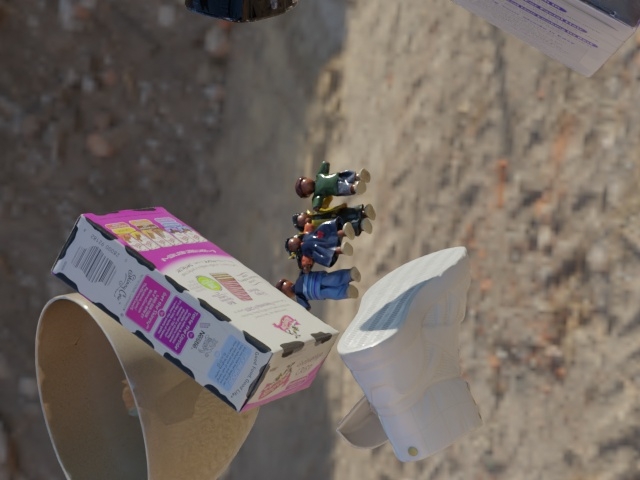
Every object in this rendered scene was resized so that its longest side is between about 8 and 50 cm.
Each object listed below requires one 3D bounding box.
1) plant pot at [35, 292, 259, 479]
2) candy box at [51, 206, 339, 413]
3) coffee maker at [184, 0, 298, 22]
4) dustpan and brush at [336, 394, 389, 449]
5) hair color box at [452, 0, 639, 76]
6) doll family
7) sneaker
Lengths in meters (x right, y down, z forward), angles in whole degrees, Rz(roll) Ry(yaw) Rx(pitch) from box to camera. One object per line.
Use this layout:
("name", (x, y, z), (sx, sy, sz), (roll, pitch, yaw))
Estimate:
("plant pot", (-0.184, 0.180, 1.823), (0.284, 0.191, 0.284), (29, 126, 50))
("candy box", (-0.116, 0.060, 1.495), (0.071, 0.233, 0.159), (-61, -19, 15))
("coffee maker", (-0.099, -0.329, 1.685), (0.120, 0.171, 0.178), (38, 131, 56))
("dustpan and brush", (0.106, 0.254, 2.261), (0.147, 0.060, 0.211), (-47, -19, -5))
("hair color box", (0.211, -0.255, 1.446), (0.110, 0.185, 0.339), (-60, -3, 3))
("doll family", (0.000, 0.000, 1.865), (0.111, 0.076, 0.193), (-4, 54, 30))
("sneaker", (0.115, 0.127, 1.692), (0.169, 0.108, 0.292), (65, -151, -13))
